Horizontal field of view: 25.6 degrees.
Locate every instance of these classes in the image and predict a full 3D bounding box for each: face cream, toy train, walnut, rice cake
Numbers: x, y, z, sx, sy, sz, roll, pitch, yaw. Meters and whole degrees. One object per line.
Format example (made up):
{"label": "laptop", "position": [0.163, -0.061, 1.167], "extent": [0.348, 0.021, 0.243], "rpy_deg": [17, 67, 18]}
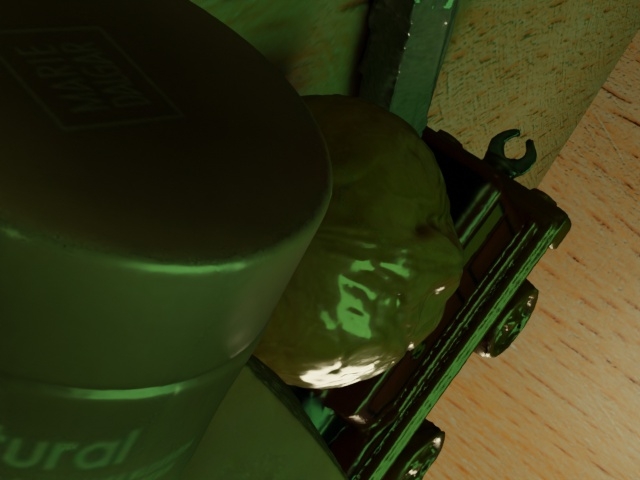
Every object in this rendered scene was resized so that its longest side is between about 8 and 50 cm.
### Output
{"label": "face cream", "position": [-0.083, -0.005, 0.396], "extent": [0.149, 0.149, 0.104], "rpy_deg": [-37, 160, -57]}
{"label": "toy train", "position": [0.050, 0.049, 1.106], "extent": [0.369, 0.163, 0.231], "rpy_deg": [-54, 156, -6]}
{"label": "walnut", "position": [0.000, 0.000, 0.765], "extent": [0.159, 0.159, 0.206], "rpy_deg": [-56, 169, 4]}
{"label": "rice cake", "position": [0.054, -0.120, 0.898], "extent": [0.055, 0.049, 0.270], "rpy_deg": [-29, 161, -14]}

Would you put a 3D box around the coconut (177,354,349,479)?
{"label": "coconut", "position": [-0.096, 0.127, 0.525], "extent": [0.244, 0.239, 0.239], "rpy_deg": [-37, 160, -40]}
